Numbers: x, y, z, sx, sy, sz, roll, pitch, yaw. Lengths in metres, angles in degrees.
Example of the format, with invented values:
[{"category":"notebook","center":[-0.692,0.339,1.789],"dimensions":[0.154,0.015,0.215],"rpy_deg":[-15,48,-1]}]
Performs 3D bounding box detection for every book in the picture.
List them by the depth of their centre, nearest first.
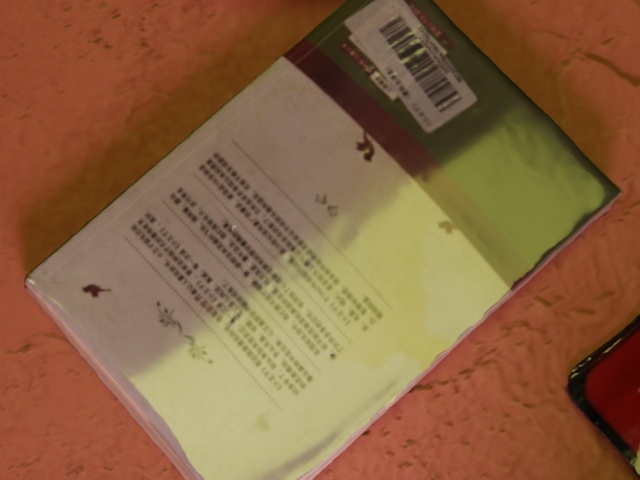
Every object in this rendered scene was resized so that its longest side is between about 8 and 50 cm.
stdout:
[{"category":"book","center":[0.000,0.000,0.921],"dimensions":[0.289,0.026,0.201],"rpy_deg":[-40,77,-7]}]

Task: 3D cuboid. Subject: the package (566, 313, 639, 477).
[{"category":"package","center":[0.283,0.115,0.861],"dimensions":[0.194,0.071,0.269],"rpy_deg":[-33,58,-16]}]
